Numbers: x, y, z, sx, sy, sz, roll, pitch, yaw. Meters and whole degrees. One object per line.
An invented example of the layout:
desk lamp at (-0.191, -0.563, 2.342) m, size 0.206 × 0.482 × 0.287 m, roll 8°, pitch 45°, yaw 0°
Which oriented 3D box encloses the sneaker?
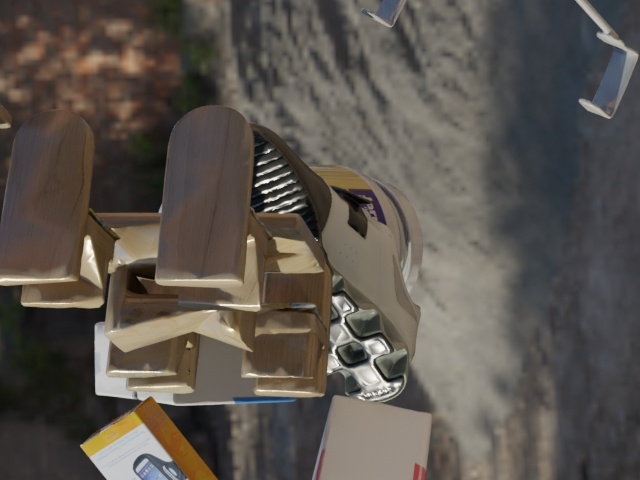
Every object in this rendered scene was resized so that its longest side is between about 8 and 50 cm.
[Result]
sneaker at (0.000, 0.000, 1.706) m, size 0.330 × 0.122 × 0.146 m, roll 59°, pitch -144°, yaw -25°

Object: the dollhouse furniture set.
dollhouse furniture set at (-0.198, -0.031, 1.473) m, size 0.362 × 0.394 × 0.256 m, roll 59°, pitch -147°, yaw -68°

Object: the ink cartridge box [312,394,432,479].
ink cartridge box at (0.024, 0.264, 1.383) m, size 0.158 × 0.092 × 0.217 m, roll -75°, pitch -4°, yaw -58°

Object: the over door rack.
over door rack at (0.091, -0.243, 1.176) m, size 0.108 × 0.239 × 0.324 m, roll -55°, pitch -35°, yaw -10°

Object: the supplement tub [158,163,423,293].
supplement tub at (-0.040, 0.011, 2.303) m, size 0.241 × 0.331 × 0.241 m, roll 0°, pitch 91°, yaw 44°

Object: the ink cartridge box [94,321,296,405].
ink cartridge box at (-0.136, 0.127, 1.769) m, size 0.203 × 0.148 × 0.085 m, roll -4°, pitch 86°, yaw 60°

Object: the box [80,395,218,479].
box at (-0.121, 0.195, 1.311) m, size 0.081 × 0.136 × 0.028 m, roll -34°, pitch 8°, yaw 41°
